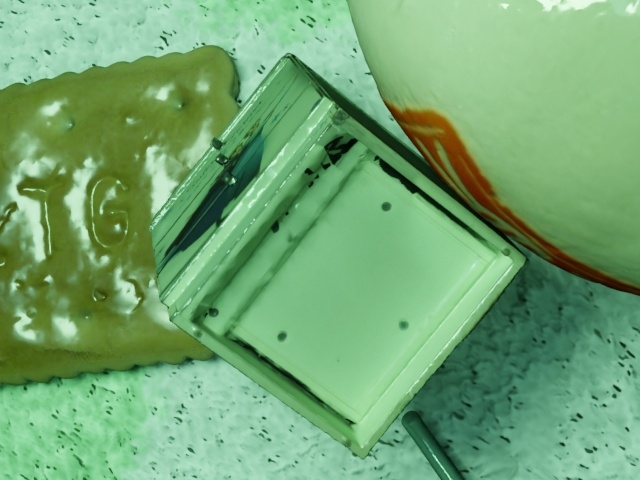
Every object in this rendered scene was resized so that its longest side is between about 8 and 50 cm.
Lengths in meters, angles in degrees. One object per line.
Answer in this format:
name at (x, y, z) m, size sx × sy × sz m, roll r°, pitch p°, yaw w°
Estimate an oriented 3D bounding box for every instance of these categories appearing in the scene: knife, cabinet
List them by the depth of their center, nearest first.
cabinet at (0.000, 0.000, 1.004) m, size 0.150 × 0.206 × 0.145 m, roll 38°, pitch 96°, yaw -14°
knife at (0.114, 0.192, 1.068) m, size 0.015 × 0.028 × 0.210 m, roll -34°, pitch 76°, yaw -10°

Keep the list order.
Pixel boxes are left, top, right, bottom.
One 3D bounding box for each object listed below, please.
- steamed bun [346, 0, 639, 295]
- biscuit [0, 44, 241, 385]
steamed bun at (0.173, -0.108, 0.923) m, size 0.374 × 0.374 × 0.241 m, roll 42°, pitch 118°, yaw 16°
biscuit at (-0.200, -0.006, 1.175) m, size 0.325 × 0.044 × 0.217 m, roll -8°, pitch 83°, yaw 15°
